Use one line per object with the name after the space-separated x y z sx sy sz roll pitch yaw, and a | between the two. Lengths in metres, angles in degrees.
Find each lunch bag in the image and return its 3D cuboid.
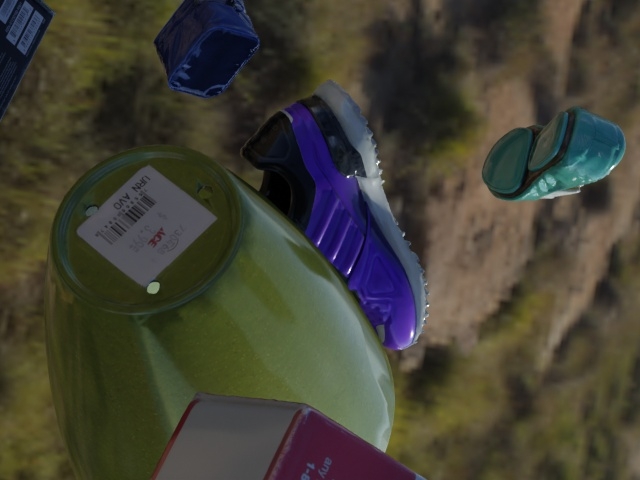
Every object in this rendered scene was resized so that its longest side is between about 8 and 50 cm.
-0.107 -0.190 1.522 0.067 0.098 0.065 14 40 -42 | lunch bag

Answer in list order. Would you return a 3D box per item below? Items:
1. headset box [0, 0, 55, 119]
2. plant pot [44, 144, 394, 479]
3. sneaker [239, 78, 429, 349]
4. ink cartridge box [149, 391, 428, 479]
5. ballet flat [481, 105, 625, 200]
-0.459 -0.166 1.732 0.131 0.283 0.246 44 57 -37 | headset box
-0.098 0.066 1.224 0.293 0.275 0.275 73 33 -58 | plant pot
0.000 -0.001 1.579 0.146 0.102 0.293 -30 119 -16 | sneaker
0.040 0.309 1.039 0.385 0.160 0.279 35 69 -25 | ink cartridge box
0.239 -0.076 1.650 0.247 0.087 0.083 156 -48 -76 | ballet flat
